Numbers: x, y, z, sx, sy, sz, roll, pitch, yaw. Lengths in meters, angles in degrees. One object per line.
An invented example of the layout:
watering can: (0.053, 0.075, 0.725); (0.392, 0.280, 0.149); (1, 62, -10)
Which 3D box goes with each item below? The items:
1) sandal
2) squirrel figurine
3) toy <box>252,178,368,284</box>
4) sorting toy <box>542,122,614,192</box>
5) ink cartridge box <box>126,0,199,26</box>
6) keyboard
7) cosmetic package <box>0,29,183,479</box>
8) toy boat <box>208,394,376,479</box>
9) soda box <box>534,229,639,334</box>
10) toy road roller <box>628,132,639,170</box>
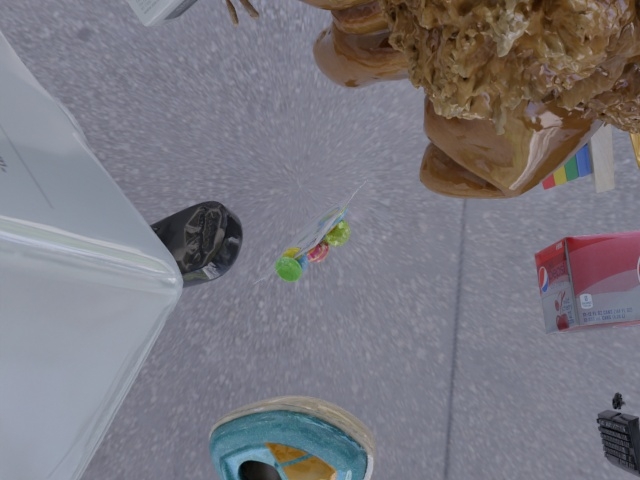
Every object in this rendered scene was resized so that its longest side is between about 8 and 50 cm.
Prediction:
sandal: (-0.186, 0.022, 0.920); (0.254, 0.054, 0.097); (-26, 51, 27)
squirrel figurine: (0.093, -0.214, 0.734); (0.370, 0.397, 0.281); (28, 89, -27)
toy: (0.000, 0.000, 1.532); (0.137, 0.237, 0.056); (-32, 97, 34)
sorting toy: (0.261, -0.205, 1.157); (0.089, 0.257, 0.255); (-17, 68, 12)
ink cartridge box: (-0.097, -0.237, 0.566); (0.145, 0.045, 0.179); (-33, 89, 34)
keyboard: (0.407, 0.261, 1.346); (0.023, 0.180, 0.108); (-5, 83, 2)
cosmetic package: (-0.343, 0.026, 0.423); (0.393, 0.329, 0.327); (16, 110, -41)
toy boat: (-0.016, 0.373, 1.426); (0.267, 0.148, 0.318); (-18, 110, 32)
soda box: (0.342, 0.032, 0.917); (0.263, 0.092, 0.083); (-5, 79, -8)
toy road roller: (0.514, -0.163, 1.321); (0.202, 0.329, 0.241); (-11, 55, 22)
